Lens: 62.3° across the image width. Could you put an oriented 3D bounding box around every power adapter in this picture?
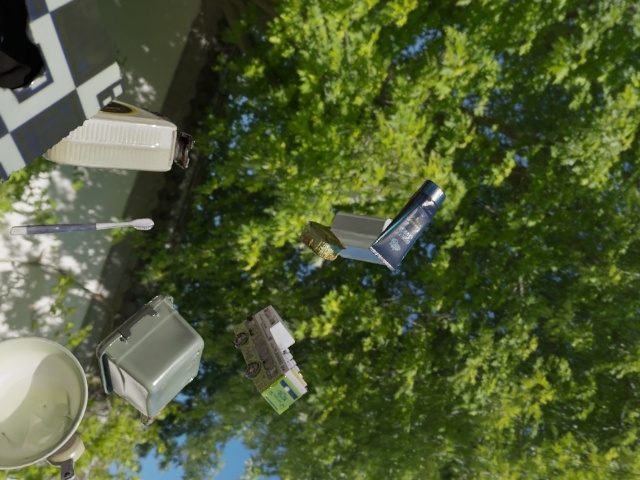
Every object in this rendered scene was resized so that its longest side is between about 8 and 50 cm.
[{"bbox_3d":[0.125,-0.009,1.823,0.255,0.187,0.124,9,-111,26],"label":"power adapter"}]

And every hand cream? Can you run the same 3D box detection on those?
[{"bbox_3d":[0.254,-0.047,1.523,0.270,0.120,0.061,-51,-148,-5],"label":"hand cream"}]

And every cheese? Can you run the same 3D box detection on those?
[{"bbox_3d":[-0.655,0.553,1.373,0.171,0.047,0.092,17,-137,42],"label":"cheese"}]

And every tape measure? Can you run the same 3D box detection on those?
[{"bbox_3d":[-0.428,-0.213,1.074,0.231,0.271,0.133,35,-60,47],"label":"tape measure"}]

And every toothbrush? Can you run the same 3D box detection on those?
[{"bbox_3d":[-0.516,-0.029,1.162,0.026,0.288,0.024,138,-57,-59],"label":"toothbrush"}]

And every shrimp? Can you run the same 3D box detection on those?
[{"bbox_3d":[-0.415,0.389,1.399,0.195,0.035,0.148,-54,-160,-10],"label":"shrimp"}]

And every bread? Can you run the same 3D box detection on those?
[{"bbox_3d":[0.000,0.000,1.630,0.069,0.128,0.140,-51,-120,11],"label":"bread"}]

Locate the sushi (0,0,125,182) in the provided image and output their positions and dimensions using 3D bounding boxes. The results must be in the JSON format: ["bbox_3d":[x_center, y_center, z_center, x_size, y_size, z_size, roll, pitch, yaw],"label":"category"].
[{"bbox_3d":[-0.358,-0.153,0.423,0.373,0.100,0.296,-53,163,-30],"label":"sushi"}]

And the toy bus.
[{"bbox_3d":[-0.129,0.302,1.380,0.139,0.113,0.302,-35,-148,-3],"label":"toy bus"}]

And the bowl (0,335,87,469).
[{"bbox_3d":[-0.662,0.364,1.190,0.145,0.277,0.277,121,-19,-64],"label":"bowl"}]

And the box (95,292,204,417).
[{"bbox_3d":[-0.228,0.167,0.731,0.124,0.093,0.172,-45,169,-34],"label":"box"}]
